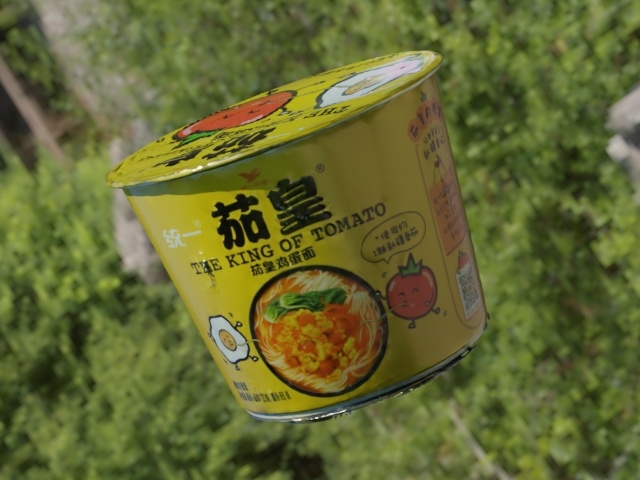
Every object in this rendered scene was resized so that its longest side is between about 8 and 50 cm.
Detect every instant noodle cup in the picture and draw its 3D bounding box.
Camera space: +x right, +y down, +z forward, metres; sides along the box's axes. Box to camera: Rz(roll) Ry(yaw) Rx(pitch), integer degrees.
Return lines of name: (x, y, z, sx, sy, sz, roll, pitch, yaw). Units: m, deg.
instant noodle cup: (0.000, 0.000, 0.929, 0.144, 0.182, 0.182, 69, 167, -13)
